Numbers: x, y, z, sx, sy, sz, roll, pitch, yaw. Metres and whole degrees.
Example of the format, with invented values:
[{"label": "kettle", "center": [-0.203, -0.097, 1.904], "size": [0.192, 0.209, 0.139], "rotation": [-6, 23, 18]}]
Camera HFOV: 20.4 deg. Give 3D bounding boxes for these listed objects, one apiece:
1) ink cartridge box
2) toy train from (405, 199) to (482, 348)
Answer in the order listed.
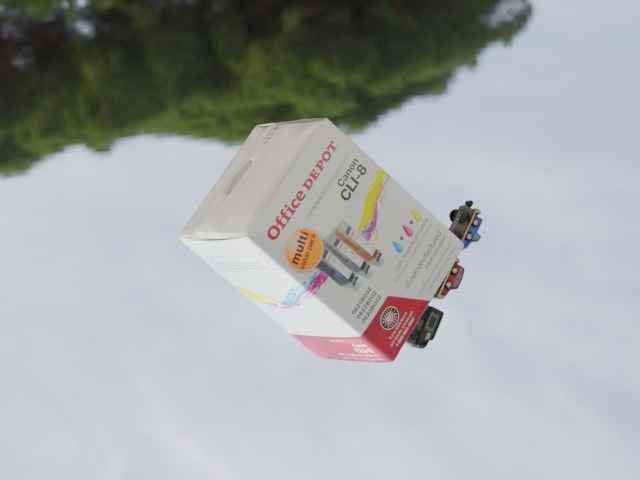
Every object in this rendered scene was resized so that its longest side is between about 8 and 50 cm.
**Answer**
[{"label": "ink cartridge box", "center": [0.000, 0.000, 1.493], "size": [0.128, 0.176, 0.127], "rotation": [-57, -156, -18]}, {"label": "toy train", "center": [0.123, 0.034, 1.749], "size": [0.036, 0.158, 0.027], "rotation": [27, 168, -17]}]
